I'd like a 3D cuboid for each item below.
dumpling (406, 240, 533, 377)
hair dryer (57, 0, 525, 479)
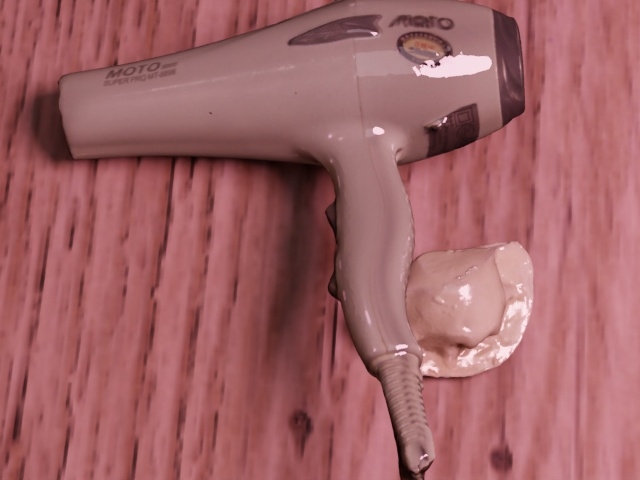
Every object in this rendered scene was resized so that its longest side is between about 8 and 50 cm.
[{"bbox_3d":[0.067,0.034,0.931,0.052,0.057,0.076,10,35,38],"label":"dumpling"},{"bbox_3d":[-0.032,-0.015,0.903,0.229,0.092,0.267,8,56,14],"label":"hair dryer"}]
